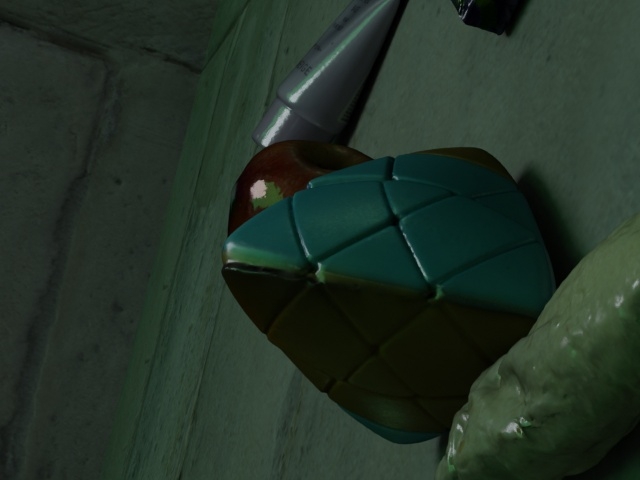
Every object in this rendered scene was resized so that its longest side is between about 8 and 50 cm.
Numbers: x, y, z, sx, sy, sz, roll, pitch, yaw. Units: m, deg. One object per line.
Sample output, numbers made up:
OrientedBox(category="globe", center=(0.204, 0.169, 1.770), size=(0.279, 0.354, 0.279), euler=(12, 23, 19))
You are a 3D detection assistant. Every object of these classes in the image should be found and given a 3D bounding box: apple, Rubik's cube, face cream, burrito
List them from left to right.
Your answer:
OrientedBox(category="apple", center=(0.000, 0.000, 1.253), size=(0.199, 0.199, 0.199), euler=(-163, 90, -75))
OrientedBox(category="face cream", center=(0.024, -0.216, 1.585), size=(0.274, 0.096, 0.154), euler=(-57, 14, 8))
OrientedBox(category="Rubik's cube", center=(0.098, 0.011, 0.953), size=(0.254, 0.254, 0.254), euler=(-163, 90, -75))
OrientedBox(category="burrito", center=(0.175, 0.049, 0.748), size=(0.392, 0.076, 0.117), euler=(-54, 17, 46))

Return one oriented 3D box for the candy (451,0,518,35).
OrientedBox(category="candy", center=(0.193, -0.331, 1.117), size=(0.088, 0.061, 0.312), euler=(-102, 32, -56))
